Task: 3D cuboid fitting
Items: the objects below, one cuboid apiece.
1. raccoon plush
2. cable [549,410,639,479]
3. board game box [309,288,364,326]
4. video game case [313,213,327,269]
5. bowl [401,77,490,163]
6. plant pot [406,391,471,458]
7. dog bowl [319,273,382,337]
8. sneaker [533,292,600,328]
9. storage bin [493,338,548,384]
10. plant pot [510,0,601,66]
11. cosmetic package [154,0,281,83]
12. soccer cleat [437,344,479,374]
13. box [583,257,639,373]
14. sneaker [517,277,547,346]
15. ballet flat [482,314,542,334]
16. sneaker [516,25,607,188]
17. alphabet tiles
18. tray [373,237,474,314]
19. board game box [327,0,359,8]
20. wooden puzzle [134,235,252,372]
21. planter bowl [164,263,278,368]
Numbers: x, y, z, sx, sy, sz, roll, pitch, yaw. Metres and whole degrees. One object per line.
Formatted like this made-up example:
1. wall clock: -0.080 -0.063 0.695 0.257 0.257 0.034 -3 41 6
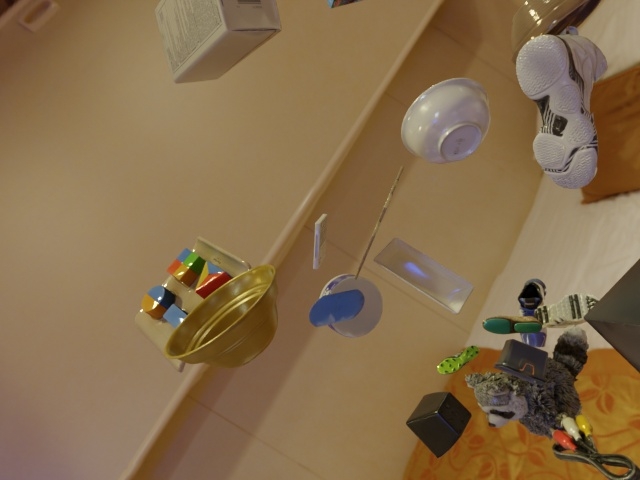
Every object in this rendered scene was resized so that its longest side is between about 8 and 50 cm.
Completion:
1. raccoon plush: 0.668 0.419 1.428 0.447 0.299 0.216 -59 8 -32
2. cable: 0.680 0.538 1.113 0.139 0.072 0.287 -37 -6 6
3. board game box: 0.042 0.182 1.233 0.033 0.168 0.133 -118 26 -44
4. video game case: 0.000 0.000 1.636 0.190 0.022 0.173 -56 -30 -74
5. bowl: 0.418 -0.347 1.376 0.298 0.297 0.134 -56 36 37
6. plant pot: 0.501 0.732 1.769 0.188 0.187 0.167 -33 -16 -44
7. dog bowl: 0.132 0.281 1.875 0.265 0.264 0.104 -58 15 -9
8. sneaker: 0.949 0.273 1.628 0.292 0.118 0.110 132 152 -64
9. storage bin: 0.580 0.342 1.235 0.098 0.135 0.091 82 -152 -72
10. plant pot: 0.573 -0.565 1.100 0.237 0.110 0.237 -34 -8 -5
11. cosmetic package: -0.210 -0.427 0.837 0.113 0.160 0.309 -19 13 -31
12. soccer cleat: 0.530 0.463 1.658 0.178 0.060 0.072 -29 -30 -2
13. box: 0.696 0.122 0.692 0.343 0.312 0.179 -44 -4 -4
14. sneaker: 0.961 0.326 1.987 0.182 0.127 0.316 13 -101 -54
15. ballet flat: 0.704 0.309 1.602 0.067 0.206 0.073 -54 -35 -69
16. sneaker: 0.598 -0.320 1.024 0.210 0.366 0.137 -35 19 -30
17. alphabet tiles: 0.176 -0.049 1.307 0.343 0.011 0.285 104 -169 -53
18. tray: 0.291 0.101 1.234 0.145 0.270 0.030 -38 -25 -44
19. board game box: 0.125 -0.536 0.834 0.211 0.039 0.160 -22 -2 -14
20. wooden puzzle: -0.397 0.160 1.276 0.322 0.080 0.348 22 73 43
21. planter bowl: -0.137 0.141 0.707 0.217 0.090 0.217 -31 18 11
